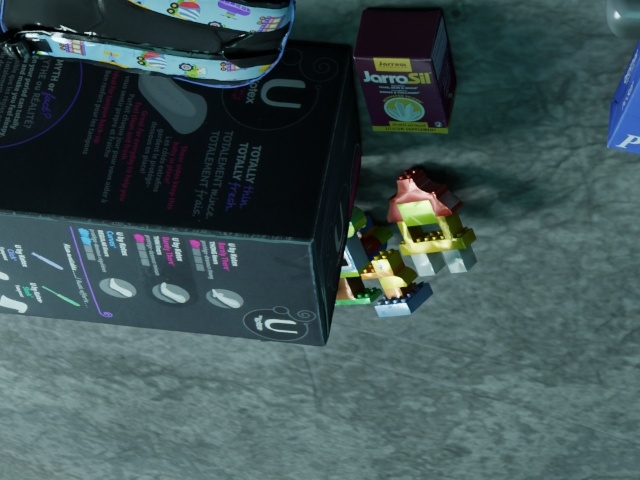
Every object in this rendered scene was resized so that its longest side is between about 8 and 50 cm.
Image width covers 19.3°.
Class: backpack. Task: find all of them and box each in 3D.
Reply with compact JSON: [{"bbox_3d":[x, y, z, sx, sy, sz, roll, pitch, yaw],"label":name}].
[{"bbox_3d":[-0.097,-0.170,1.131,0.173,0.117,0.158,15,149,-5],"label":"backpack"}]

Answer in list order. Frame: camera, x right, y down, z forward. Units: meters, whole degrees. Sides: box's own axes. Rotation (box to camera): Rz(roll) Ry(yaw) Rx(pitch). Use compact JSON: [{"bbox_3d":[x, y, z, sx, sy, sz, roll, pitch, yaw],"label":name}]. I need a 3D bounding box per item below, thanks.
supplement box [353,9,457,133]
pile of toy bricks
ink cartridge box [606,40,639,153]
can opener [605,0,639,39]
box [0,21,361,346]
[{"bbox_3d":[0.057,-0.112,1.249,0.055,0.043,0.083,3,147,16],"label":"supplement box"},{"bbox_3d":[0.000,0.000,1.412,0.212,0.118,0.105,-8,113,43],"label":"pile of toy bricks"},{"bbox_3d":[0.299,-0.081,1.218,0.207,0.046,0.097,13,148,-2],"label":"ink cartridge box"},{"bbox_3d":[0.302,-0.153,1.071,0.280,0.074,0.093,3,164,18],"label":"can opener"},{"bbox_3d":[-0.117,-0.041,1.303,0.270,0.165,0.143,6,148,9],"label":"box"}]
